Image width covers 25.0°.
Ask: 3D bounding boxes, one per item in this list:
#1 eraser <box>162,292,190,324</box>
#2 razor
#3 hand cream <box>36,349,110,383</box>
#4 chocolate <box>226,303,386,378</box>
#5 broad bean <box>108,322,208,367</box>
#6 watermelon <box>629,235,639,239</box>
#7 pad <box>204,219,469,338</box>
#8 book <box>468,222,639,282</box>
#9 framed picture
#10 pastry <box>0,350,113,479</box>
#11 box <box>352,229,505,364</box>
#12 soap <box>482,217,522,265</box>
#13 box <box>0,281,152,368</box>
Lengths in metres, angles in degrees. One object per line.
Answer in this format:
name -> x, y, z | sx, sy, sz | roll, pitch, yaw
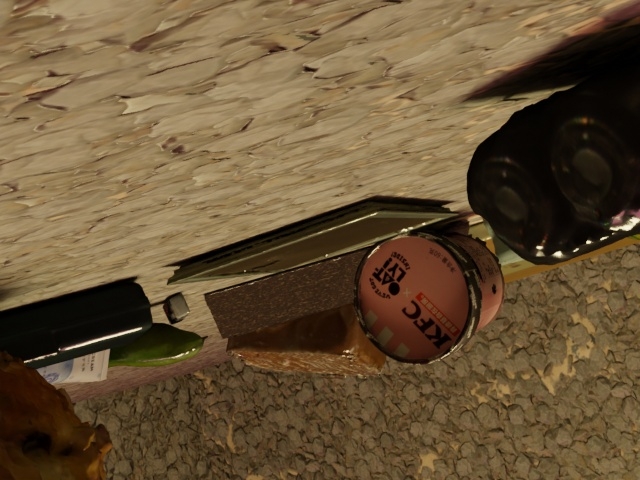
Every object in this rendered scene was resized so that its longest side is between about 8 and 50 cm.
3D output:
eraser -> -0.163, 0.078, 1.623 | 0.019, 0.027, 0.099 | -23, 177, -13
razor -> 0.258, -0.075, 0.902 | 0.326, 0.107, 0.189 | -14, 174, -32
hand cream -> -0.284, 0.124, 1.554 | 0.142, 0.084, 0.053 | -5, -153, -38
chocolate -> -0.020, 0.136, 2.052 | 0.214, 0.093, 0.148 | 3, 161, 24
broad bean -> -0.254, 0.126, 1.639 | 0.254, 0.046, 0.065 | -8, -153, -3
watermelon -> 0.324, -0.049, 1.435 | 0.109, 0.109, 0.109 | -16, 175, -2
pad -> 0.024, 0.052, 1.800 | 0.330, 0.004, 0.220 | -16, 162, -3
book -> 0.230, 0.024, 1.951 | 0.389, 0.032, 0.269 | -19, 162, 20
framed picture -> 0.000, 0.000, 1.381 | 0.216, 0.016, 0.273 | -19, 174, 18
pastry -> -0.354, 0.211, 1.072 | 0.405, 0.292, 0.337 | -6, 162, -9
box -> 0.134, 0.057, 1.658 | 0.151, 0.151, 0.135 | -20, 177, 32
soap -> 0.292, -0.030, 1.668 | 0.119, 0.067, 0.198 | -11, 172, -36
box -> -0.277, 0.095, 1.344 | 0.230, 0.050, 0.160 | -14, 175, -15
